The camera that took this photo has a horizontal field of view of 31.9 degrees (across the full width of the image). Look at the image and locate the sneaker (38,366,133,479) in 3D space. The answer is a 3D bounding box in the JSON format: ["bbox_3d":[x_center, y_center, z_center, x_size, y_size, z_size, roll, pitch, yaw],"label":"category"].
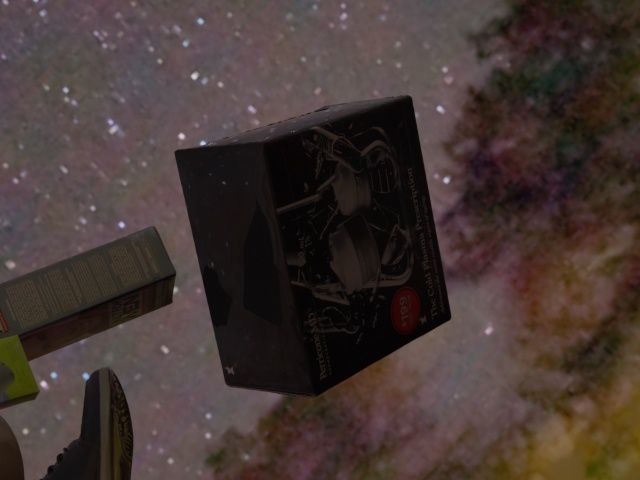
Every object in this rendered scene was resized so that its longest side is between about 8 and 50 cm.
[{"bbox_3d":[-0.262,0.240,1.162,0.118,0.222,0.083,-8,-29,6],"label":"sneaker"}]

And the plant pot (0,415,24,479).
[{"bbox_3d":[-0.767,0.495,2.288,0.191,0.284,0.284,1,-50,-49],"label":"plant pot"}]

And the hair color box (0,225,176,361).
[{"bbox_3d":[-0.469,0.115,2.124,0.374,0.114,0.185,-22,-16,-17],"label":"hair color box"}]

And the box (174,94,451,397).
[{"bbox_3d":[0.000,0.000,1.560,0.312,0.179,0.343,-23,-73,-44],"label":"box"}]

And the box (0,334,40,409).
[{"bbox_3d":[-0.546,0.222,1.760,0.178,0.109,0.042,-14,-22,-35],"label":"box"}]
